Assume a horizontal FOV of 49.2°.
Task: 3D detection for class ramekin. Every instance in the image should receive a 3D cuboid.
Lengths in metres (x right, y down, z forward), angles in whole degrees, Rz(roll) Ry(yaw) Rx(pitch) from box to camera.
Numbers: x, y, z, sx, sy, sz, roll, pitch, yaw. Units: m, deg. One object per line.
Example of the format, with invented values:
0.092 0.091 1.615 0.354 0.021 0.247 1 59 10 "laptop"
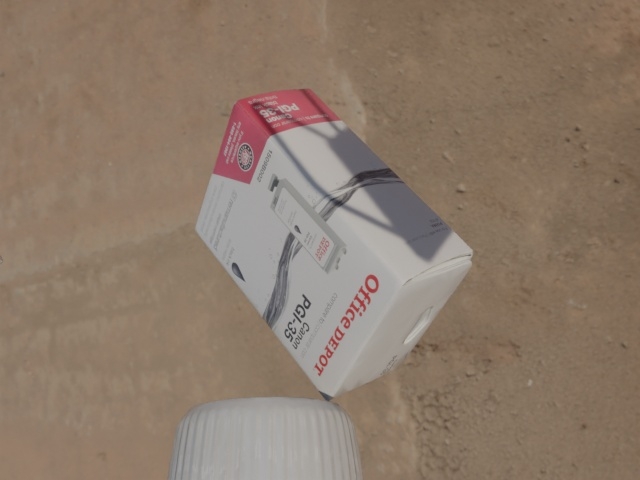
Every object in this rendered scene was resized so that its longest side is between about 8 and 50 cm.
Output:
-0.055 0.227 0.707 0.207 0.207 0.109 -24 59 41 "ramekin"

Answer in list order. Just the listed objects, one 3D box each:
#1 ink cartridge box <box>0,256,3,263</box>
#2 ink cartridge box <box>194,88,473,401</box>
-0.490 0.032 0.670 0.272 0.198 0.115 -37 70 -3 "ink cartridge box"
0.000 0.000 0.780 0.283 0.117 0.207 49 134 25 "ink cartridge box"
